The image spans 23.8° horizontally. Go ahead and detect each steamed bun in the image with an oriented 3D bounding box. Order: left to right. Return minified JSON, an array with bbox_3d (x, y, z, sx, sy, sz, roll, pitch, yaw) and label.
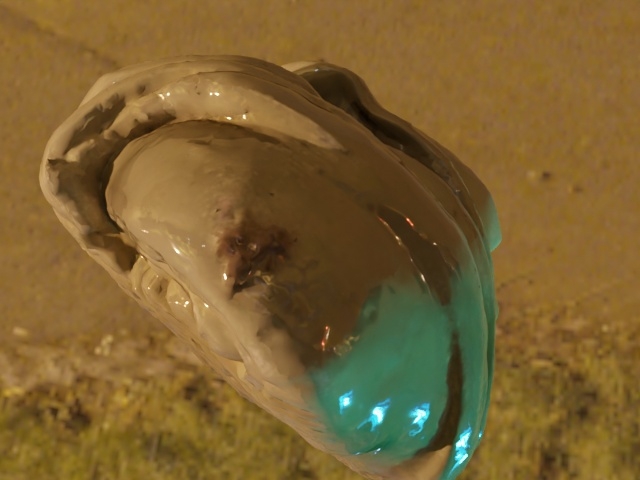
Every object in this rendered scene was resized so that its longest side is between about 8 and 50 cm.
[{"bbox_3d":[-0.007,-0.005,0.995,0.310,0.219,0.324,34,169,39],"label":"steamed bun"}]
